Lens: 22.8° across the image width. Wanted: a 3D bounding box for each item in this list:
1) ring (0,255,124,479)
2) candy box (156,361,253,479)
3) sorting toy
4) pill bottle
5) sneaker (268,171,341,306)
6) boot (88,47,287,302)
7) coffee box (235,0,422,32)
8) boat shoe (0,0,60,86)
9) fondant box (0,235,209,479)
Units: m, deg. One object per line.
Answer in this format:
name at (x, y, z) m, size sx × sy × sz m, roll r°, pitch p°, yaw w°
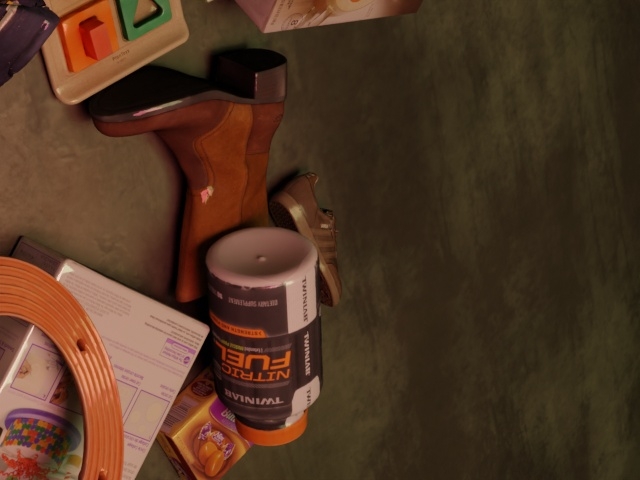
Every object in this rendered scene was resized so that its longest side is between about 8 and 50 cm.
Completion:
ring at (-0.305, 0.181, 1.531) m, size 0.336 × 0.032 × 0.337 m, roll 24°, pitch 61°, yaw -53°
candy box at (-0.113, 0.205, 1.951) m, size 0.187 × 0.053 × 0.109 m, roll -46°, pitch 133°, yaw -24°
sorting toy at (-0.218, -0.259, 1.646) m, size 0.347 × 0.047 × 0.196 m, roll -35°, pitch 129°, yaw -30°
pill bottle at (-0.062, 0.117, 1.834) m, size 0.130 × 0.130 × 0.246 m, roll -28°, pitch 129°, yaw -35°
sneaker at (0.000, 0.000, 1.966) m, size 0.071 × 0.066 × 0.188 m, roll -44°, pitch 133°, yaw -25°
boot at (-0.154, -0.063, 1.794) m, size 0.264 × 0.096 × 0.281 m, roll -24°, pitch 131°, yaw -46°
coffee box at (0.025, -0.329, 1.791) m, size 0.246 × 0.098 × 0.141 m, roll -15°, pitch 145°, yaw -41°
boat shoe at (-0.380, -0.136, 1.403) m, size 0.340 × 0.127 × 0.158 m, roll -35°, pitch 156°, yaw 22°
fondant box at (-0.294, 0.192, 1.730) m, size 0.238 × 0.096 × 0.330 m, roll 31°, pitch 83°, yaw -47°
